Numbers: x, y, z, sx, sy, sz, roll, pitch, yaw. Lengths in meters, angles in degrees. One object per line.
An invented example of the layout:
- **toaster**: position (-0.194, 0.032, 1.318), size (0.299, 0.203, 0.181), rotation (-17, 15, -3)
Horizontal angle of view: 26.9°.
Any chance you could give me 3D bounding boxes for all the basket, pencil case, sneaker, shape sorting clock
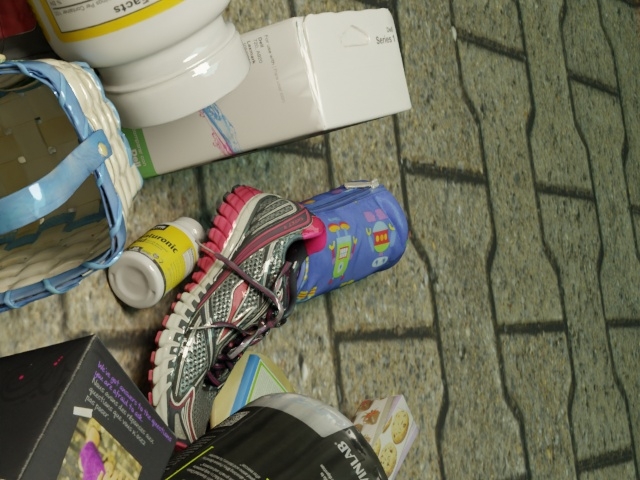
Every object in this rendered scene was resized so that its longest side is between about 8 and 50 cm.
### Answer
- **basket**: position (-0.286, -0.033, 1.082), size (0.289, 0.254, 0.201), rotation (-75, 144, -66)
- **pencil case**: position (0.000, 0.000, 1.637), size (0.306, 0.119, 0.133), rotation (-19, 126, -59)
- **sneaker**: position (-0.092, 0.082, 1.411), size (0.121, 0.112, 0.299), rotation (70, 40, -67)
- **shape sorting clock**: position (-0.067, 0.228, 1.533), size (0.206, 0.040, 0.206), rotation (39, 40, -42)

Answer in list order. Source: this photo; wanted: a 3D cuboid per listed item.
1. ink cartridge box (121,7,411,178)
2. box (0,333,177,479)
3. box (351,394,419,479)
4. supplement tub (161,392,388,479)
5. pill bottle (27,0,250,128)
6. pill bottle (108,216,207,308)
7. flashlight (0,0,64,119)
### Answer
- **ink cartridge box**: position (-0.073, -0.153, 1.424), size (0.201, 0.278, 0.117), rotation (-21, 98, -58)
- **box**: position (-0.256, 0.229, 1.102), size (0.143, 0.165, 0.270), rotation (58, 33, -30)
- **box**: position (0.034, 0.311, 1.646), size (0.067, 0.063, 0.324), rotation (64, 34, -20)
- **supplement tub**: position (-0.102, 0.302, 1.262), size (0.338, 0.207, 0.207), rotation (-31, 107, -43)
- **pill bottle**: position (-0.188, -0.277, 1.193), size (0.188, 0.188, 0.334), rotation (-57, 132, -49)
- **pill bottle**: position (-0.168, 0.019, 1.418), size (0.116, 0.065, 0.065), rotation (-45, 118, -55)
- **flashlight**: position (-0.311, -0.260, 1.251), size (0.103, 0.103, 0.304), rotation (-19, 98, -32)
